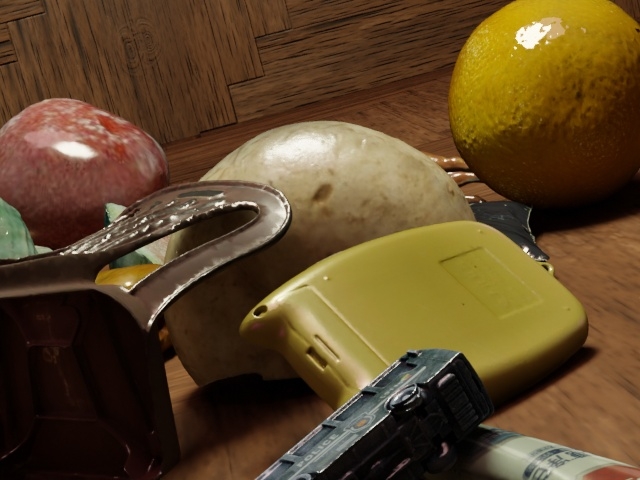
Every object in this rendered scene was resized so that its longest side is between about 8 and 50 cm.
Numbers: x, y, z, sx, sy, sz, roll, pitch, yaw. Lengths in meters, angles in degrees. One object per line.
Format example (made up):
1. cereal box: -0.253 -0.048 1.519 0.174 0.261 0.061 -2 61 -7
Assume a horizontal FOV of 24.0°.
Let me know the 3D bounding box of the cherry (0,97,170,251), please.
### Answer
1. cherry: -0.338 -0.081 2.006 0.285 0.213 0.236 8 38 14

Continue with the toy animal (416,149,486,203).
1. toy animal: 0.063 -0.025 1.574 0.229 0.066 0.224 -2 33 15

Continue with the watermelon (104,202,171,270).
1. watermelon: -0.196 0.017 1.692 0.094 0.081 0.180 0 25 -9

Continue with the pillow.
1. pillow: 0.127 0.001 1.348 0.141 0.055 0.208 -7 11 6

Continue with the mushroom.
1. mushroom: 0.000 0.000 1.167 0.253 0.189 0.195 -8 13 5

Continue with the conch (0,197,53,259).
1. conch: -0.370 0.049 1.502 0.277 0.195 0.220 6 21 -28

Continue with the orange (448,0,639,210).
1. orange: 0.233 -0.138 1.489 0.236 0.236 0.236 -14 10 3

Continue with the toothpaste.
1. toothpaste: 0.104 0.122 0.798 0.062 0.039 0.239 -12 10 -31

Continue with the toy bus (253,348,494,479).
1. toy bus: 0.014 0.120 0.791 0.166 0.047 0.065 -37 18 -23

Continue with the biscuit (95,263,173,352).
1. biscuit: -0.223 0.082 1.366 0.220 0.066 0.220 -15 11 3

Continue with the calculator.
1. calculator: 0.073 0.050 1.003 0.236 0.033 0.157 -20 49 -35

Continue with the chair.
1. chair: -0.155 0.077 0.983 0.175 0.183 0.326 -1 11 36
